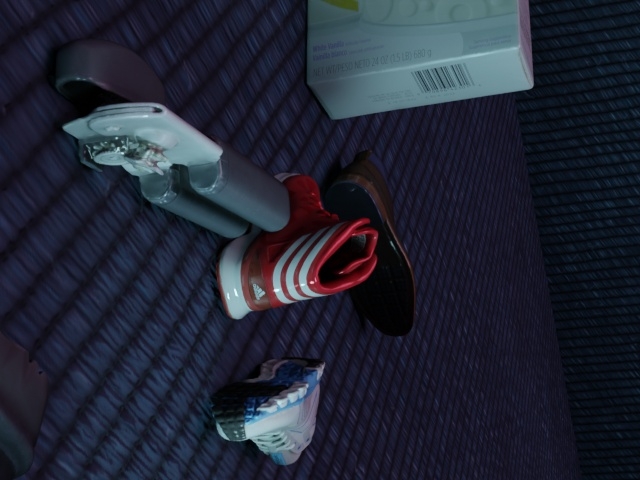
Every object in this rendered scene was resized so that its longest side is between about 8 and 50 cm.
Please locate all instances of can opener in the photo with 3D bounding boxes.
[{"bbox_3d":[-0.094,-0.064,0.836,0.280,0.074,0.093,39,46,-66],"label":"can opener"}]

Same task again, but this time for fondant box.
[{"bbox_3d":[0.110,-0.318,1.303,0.096,0.238,0.330,48,39,-60],"label":"fondant box"}]

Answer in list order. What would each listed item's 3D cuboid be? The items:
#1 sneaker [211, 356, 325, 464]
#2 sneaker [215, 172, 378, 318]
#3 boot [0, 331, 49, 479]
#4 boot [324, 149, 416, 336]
[{"bbox_3d":[-0.035,0.153,0.958,0.191,0.071,0.083,-13,102,-72],"label":"sneaker"},{"bbox_3d":[0.000,0.000,1.018,0.221,0.128,0.087,-66,146,-56],"label":"sneaker"},{"bbox_3d":[-0.222,0.169,0.266,0.367,0.146,0.445,58,35,-51],"label":"boot"},{"bbox_3d":[0.073,0.001,1.331,0.106,0.082,0.219,-66,143,-54],"label":"boot"}]
